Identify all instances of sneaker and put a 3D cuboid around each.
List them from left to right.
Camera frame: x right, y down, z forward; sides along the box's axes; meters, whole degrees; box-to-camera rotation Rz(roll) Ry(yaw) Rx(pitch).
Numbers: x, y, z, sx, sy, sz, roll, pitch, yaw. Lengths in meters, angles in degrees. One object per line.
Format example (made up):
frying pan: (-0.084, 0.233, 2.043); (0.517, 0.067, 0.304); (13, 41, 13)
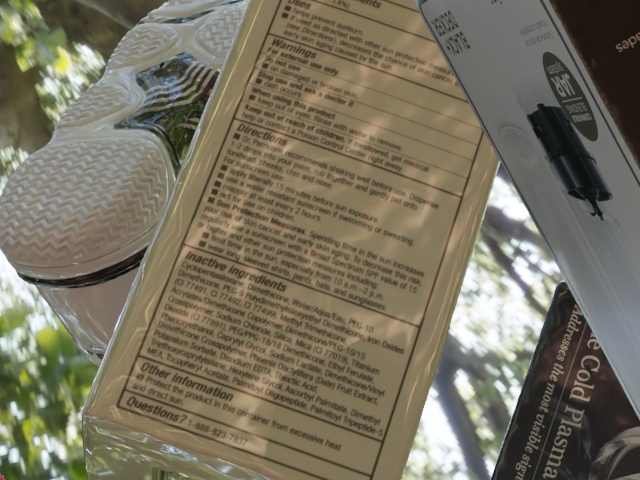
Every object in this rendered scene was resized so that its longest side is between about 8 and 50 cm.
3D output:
sneaker: (-0.095, -0.039, 1.209); (0.366, 0.137, 0.210); (-54, -38, -39)

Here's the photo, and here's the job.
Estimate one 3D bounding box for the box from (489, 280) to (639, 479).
box: (0.267, 0.245, 1.099); (0.313, 0.179, 0.343); (15, -111, 17)

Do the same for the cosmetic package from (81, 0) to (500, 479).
cosmetic package: (0.000, 0.000, 0.815); (0.153, 0.129, 0.296); (20, -114, 2)

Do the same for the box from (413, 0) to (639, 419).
box: (0.143, 0.023, 0.486); (0.087, 0.169, 0.290); (-29, -87, -3)

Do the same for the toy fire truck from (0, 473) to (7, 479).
toy fire truck: (-0.242, 0.219, 0.868); (0.192, 0.047, 0.135); (-29, -40, -36)
